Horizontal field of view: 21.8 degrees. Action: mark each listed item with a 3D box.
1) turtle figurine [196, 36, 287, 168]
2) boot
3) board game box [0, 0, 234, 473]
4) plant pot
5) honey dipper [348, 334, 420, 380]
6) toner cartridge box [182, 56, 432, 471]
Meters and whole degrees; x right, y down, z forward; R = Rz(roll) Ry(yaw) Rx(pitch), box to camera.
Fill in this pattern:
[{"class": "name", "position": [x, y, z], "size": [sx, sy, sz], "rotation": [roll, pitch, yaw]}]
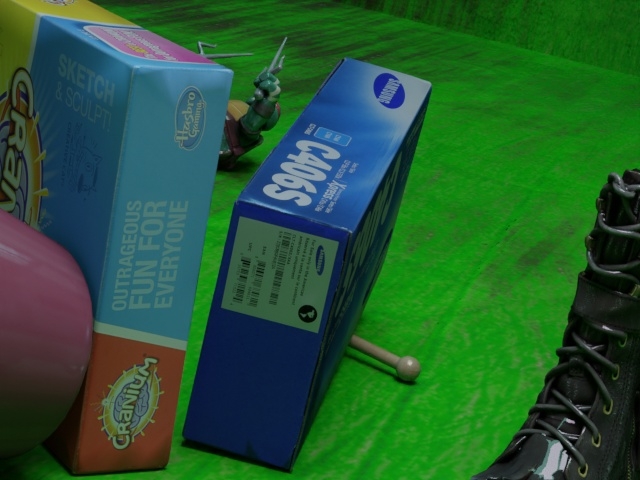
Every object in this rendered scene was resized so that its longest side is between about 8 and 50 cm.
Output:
[{"class": "turtle figurine", "position": [-0.107, -0.130, 1.674], "size": [0.175, 0.118, 0.234], "rotation": [6, 23, 43]}, {"class": "boot", "position": [0.146, 0.070, 0.932], "size": [0.091, 0.229, 0.263], "rotation": [20, 17, 27]}, {"class": "board game box", "position": [-0.177, -0.032, 1.034], "size": [0.064, 0.242, 0.316], "rotation": [-1, 19, -35]}, {"class": "plant pot", "position": [-0.228, 0.040, 0.867], "size": [0.201, 0.201, 0.180], "rotation": [26, 5, 41]}, {"class": "honey dipper", "position": [0.006, 0.067, 1.225], "size": [0.161, 0.030, 0.030], "rotation": [26, 21, 32]}, {"class": "toner cartridge box", "position": [0.000, 0.000, 1.125], "size": [0.075, 0.165, 0.348], "rotation": [17, 23, 5]}]
